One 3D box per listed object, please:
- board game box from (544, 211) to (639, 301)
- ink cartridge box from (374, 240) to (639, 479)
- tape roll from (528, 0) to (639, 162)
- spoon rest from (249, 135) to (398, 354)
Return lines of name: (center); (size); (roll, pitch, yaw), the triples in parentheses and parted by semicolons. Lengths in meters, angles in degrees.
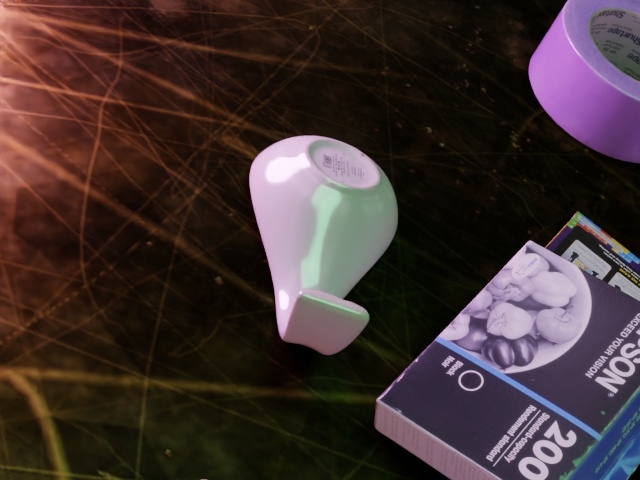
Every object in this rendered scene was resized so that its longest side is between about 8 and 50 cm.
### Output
board game box: (0.253, 0.071, 1.046); (0.170, 0.048, 0.141); (40, 48, 12)
ink cartridge box: (0.184, 0.118, 0.900); (0.208, 0.045, 0.206); (31, 57, 27)
tape roll: (0.325, -0.177, 1.282); (0.189, 0.080, 0.189); (13, 47, -14)
spoon rest: (0.000, 0.000, 0.980); (0.137, 0.084, 0.276); (21, 32, -10)
